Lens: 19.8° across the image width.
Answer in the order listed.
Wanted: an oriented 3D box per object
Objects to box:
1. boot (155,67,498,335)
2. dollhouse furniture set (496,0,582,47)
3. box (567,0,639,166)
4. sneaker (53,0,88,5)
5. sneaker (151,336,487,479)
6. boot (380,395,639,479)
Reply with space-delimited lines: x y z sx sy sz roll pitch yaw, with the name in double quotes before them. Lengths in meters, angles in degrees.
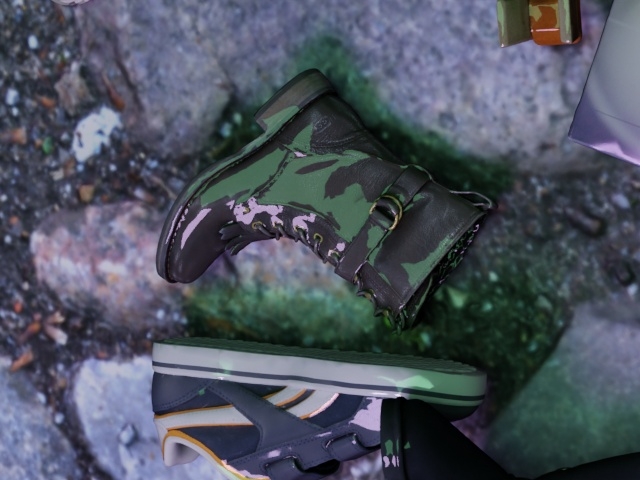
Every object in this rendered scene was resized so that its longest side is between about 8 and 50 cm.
"boot" 0.000 0.000 1.622 0.229 0.091 0.263 45 105 15
"dollhouse furniture set" 0.283 -0.279 1.492 0.262 0.135 0.259 0 102 25
"box" 0.371 -0.160 1.272 0.296 0.183 0.294 22 108 21
"sneaker" -0.313 -0.342 1.717 0.283 0.122 0.110 46 108 14
"sneaker" -0.004 0.157 1.615 0.321 0.126 0.127 2 90 30
"boot" 0.173 0.195 1.492 0.207 0.246 0.094 -12 47 15
